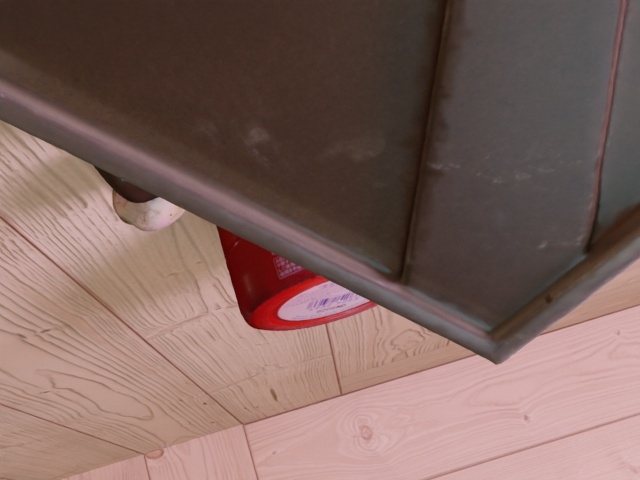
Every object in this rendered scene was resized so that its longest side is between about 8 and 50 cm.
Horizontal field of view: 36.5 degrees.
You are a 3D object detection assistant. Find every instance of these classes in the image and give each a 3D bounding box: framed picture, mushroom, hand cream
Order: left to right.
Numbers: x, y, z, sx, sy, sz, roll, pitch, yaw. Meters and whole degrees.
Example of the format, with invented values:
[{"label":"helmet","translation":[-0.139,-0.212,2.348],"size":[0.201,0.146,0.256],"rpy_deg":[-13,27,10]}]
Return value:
[{"label":"mushroom","translation":[-0.129,-0.049,0.751],"size":[0.083,0.067,0.083],"rpy_deg":[-52,174,-8]},{"label":"hand cream","translation":[0.000,0.000,0.931],"size":[0.193,0.125,0.193],"rpy_deg":[-15,161,-5]},{"label":"framed picture","translation":[0.074,-0.131,0.333],"size":[0.326,0.028,0.446],"rpy_deg":[28,133,-18]}]

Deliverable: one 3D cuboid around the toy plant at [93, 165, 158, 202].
[{"label":"toy plant","translation":[-0.055,-0.105,0.599],"size":[0.200,0.105,0.143],"rpy_deg":[-35,149,1]}]
